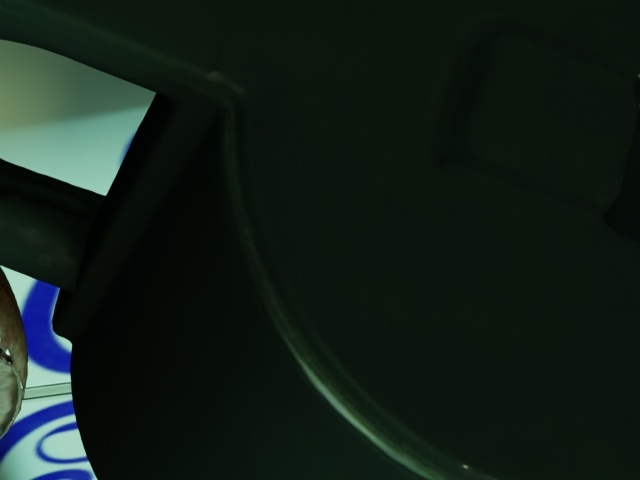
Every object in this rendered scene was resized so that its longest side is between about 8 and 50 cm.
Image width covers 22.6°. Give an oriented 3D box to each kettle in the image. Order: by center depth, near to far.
[{"bbox_3d":[0.012,-0.008,0.508,0.203,0.262,0.308,-42,177,-18],"label":"kettle"}]

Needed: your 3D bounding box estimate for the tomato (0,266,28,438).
[{"bbox_3d":[-0.235,0.036,0.611,0.237,0.095,0.237,-13,147,-9],"label":"tomato"}]
